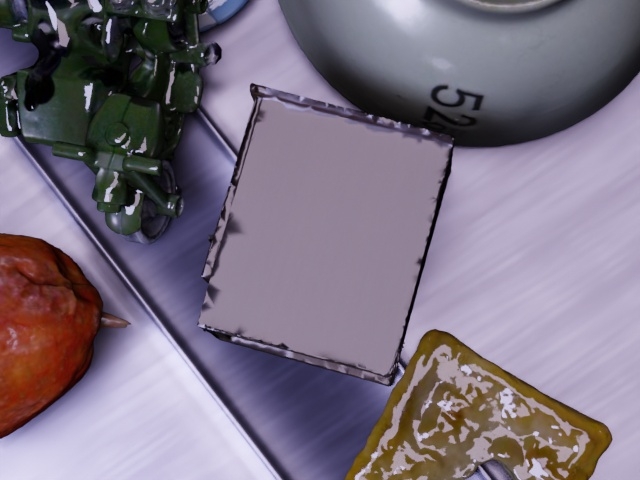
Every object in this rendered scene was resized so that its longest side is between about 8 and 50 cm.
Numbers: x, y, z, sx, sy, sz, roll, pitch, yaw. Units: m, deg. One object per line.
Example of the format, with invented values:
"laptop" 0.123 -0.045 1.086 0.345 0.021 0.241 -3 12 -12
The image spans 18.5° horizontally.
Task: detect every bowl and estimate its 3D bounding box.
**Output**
"bowl" 0.136 -0.254 1.564 0.354 0.185 0.354 0 89 -3

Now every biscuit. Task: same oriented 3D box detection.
"biscuit" 0.126 0.182 1.601 0.183 0.039 0.174 26 83 6

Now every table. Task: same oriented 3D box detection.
"table" 0.000 0.000 1.564 0.172 0.169 0.193 15 85 4

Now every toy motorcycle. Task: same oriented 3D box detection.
"toy motorcycle" -0.191 -0.140 1.602 0.205 0.127 0.275 10 98 19

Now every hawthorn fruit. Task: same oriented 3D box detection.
"hawthorn fruit" -0.269 0.074 1.579 0.179 0.173 0.173 -36 82 -29

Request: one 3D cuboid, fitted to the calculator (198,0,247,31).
"calculator" -0.142 -0.269 1.668 0.121 0.039 0.210 -44 83 -5
